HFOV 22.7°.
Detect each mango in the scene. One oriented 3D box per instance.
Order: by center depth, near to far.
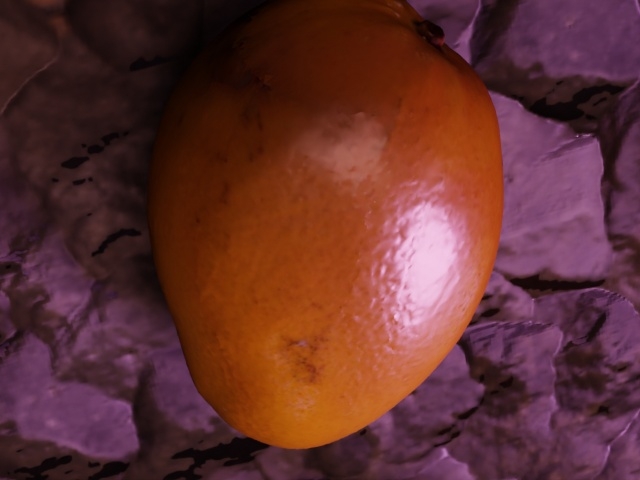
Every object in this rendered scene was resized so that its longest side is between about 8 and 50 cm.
[{"bbox_3d":[0.000,0.000,0.649,0.144,0.112,0.219,-5,131,-15],"label":"mango"}]
